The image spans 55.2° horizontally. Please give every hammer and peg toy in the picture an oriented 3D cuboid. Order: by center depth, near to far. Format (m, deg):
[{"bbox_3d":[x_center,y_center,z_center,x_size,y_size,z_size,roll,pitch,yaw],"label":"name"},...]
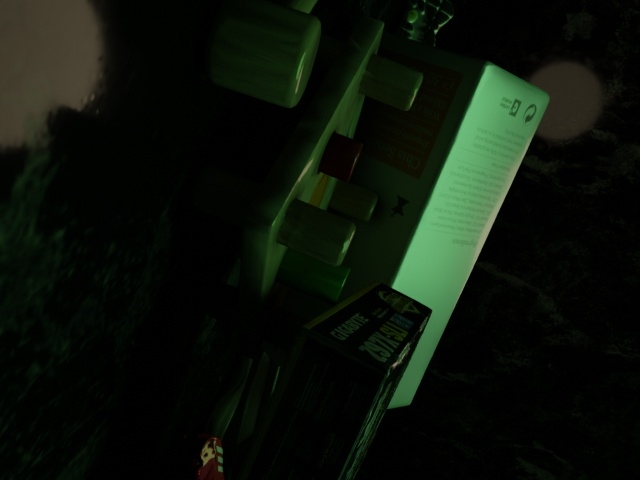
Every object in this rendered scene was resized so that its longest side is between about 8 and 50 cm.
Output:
[{"bbox_3d":[-0.002,-0.073,0.538,0.361,0.127,0.266,105,9,-56],"label":"hammer and peg toy"}]

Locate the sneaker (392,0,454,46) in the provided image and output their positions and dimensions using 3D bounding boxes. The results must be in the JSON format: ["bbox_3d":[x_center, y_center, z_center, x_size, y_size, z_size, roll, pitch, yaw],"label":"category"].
[{"bbox_3d":[0.193,-0.444,1.297,0.118,0.107,0.279,-43,-166,54],"label":"sneaker"}]

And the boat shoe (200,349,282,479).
[{"bbox_3d":[-0.079,0.230,1.022,0.132,0.130,0.355,97,17,-72],"label":"boat shoe"}]

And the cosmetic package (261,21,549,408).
[{"bbox_3d":[0.079,-0.025,0.812,0.161,0.230,0.453,6,110,-45],"label":"cosmetic package"}]

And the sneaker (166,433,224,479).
[{"bbox_3d":[-0.184,0.310,0.747,0.221,0.087,0.128,-8,99,-78],"label":"sneaker"}]

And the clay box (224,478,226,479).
[{"bbox_3d":[-0.208,0.450,1.060,0.222,0.053,0.127,-60,171,-60],"label":"clay box"}]

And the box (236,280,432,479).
[{"bbox_3d":[-0.006,0.209,0.569,0.322,0.079,0.257,-67,164,11],"label":"box"}]
